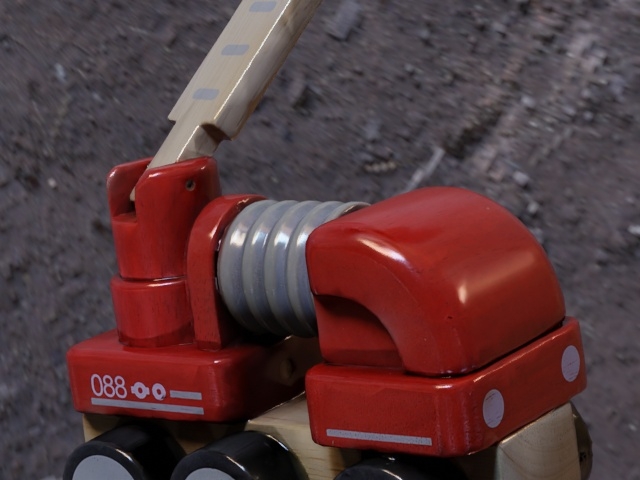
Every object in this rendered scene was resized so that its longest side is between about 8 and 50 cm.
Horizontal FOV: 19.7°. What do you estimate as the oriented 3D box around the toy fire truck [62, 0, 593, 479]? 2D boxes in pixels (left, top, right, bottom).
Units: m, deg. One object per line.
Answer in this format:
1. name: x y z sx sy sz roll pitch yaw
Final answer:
1. toy fire truck: 0.000 0.000 0.765 0.158 0.217 0.246 -21 107 -50
